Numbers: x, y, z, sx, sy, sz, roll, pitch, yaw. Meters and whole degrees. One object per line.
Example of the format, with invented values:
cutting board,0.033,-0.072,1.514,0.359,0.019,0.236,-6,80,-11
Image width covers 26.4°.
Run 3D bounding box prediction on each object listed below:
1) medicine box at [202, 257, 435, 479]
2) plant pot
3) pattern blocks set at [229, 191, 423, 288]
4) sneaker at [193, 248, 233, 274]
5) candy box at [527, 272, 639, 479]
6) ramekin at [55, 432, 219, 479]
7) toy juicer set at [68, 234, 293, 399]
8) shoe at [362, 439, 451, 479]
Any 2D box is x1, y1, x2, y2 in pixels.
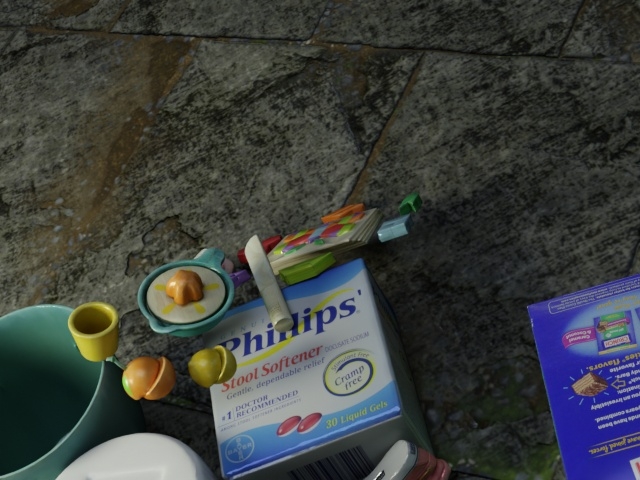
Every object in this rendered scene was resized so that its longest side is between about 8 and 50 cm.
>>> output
medicine box,-0.010,0.211,1.920,0.263,0.149,0.289,-22,46,8
plant pot,-0.391,0.278,1.998,0.293,0.235,0.293,-14,48,16
pattern blocks set,0.000,0.000,2.080,0.325,0.026,0.285,-21,14,12
sneaker,-0.193,0.065,2.218,0.134,0.070,0.051,-39,46,36
candy box,0.425,0.198,1.725,0.268,0.122,0.317,-17,46,13
ramekin,-0.243,0.387,1.797,0.277,0.135,0.277,-14,42,13
toy juicer set,-0.163,0.099,1.878,0.329,0.089,0.209,-29,49,-25
shoe,0.094,0.344,1.814,0.178,0.081,0.063,-51,27,21
